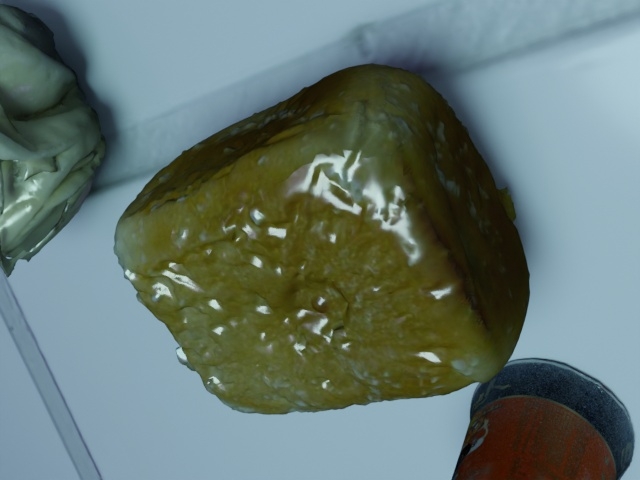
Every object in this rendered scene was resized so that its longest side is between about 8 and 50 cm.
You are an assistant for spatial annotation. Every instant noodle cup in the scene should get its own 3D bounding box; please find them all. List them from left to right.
[{"bbox_3d":[0.145,0.169,0.472,0.127,0.136,0.127,12,115,26],"label":"instant noodle cup"}]

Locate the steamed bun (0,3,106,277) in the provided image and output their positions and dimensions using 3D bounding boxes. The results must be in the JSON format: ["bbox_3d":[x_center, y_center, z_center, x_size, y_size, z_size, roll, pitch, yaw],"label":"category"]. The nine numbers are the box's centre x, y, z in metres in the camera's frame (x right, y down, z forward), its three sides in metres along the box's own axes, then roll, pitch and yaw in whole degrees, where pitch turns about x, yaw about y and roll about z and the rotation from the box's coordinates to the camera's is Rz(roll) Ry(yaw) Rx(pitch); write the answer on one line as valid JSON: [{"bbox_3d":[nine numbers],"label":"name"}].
[{"bbox_3d":[-0.316,-0.118,0.567,0.280,0.207,0.268,41,167,-14],"label":"steamed bun"}]

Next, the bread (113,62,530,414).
[{"bbox_3d":[0.000,0.000,0.460,0.246,0.176,0.195,-18,113,32],"label":"bread"}]
